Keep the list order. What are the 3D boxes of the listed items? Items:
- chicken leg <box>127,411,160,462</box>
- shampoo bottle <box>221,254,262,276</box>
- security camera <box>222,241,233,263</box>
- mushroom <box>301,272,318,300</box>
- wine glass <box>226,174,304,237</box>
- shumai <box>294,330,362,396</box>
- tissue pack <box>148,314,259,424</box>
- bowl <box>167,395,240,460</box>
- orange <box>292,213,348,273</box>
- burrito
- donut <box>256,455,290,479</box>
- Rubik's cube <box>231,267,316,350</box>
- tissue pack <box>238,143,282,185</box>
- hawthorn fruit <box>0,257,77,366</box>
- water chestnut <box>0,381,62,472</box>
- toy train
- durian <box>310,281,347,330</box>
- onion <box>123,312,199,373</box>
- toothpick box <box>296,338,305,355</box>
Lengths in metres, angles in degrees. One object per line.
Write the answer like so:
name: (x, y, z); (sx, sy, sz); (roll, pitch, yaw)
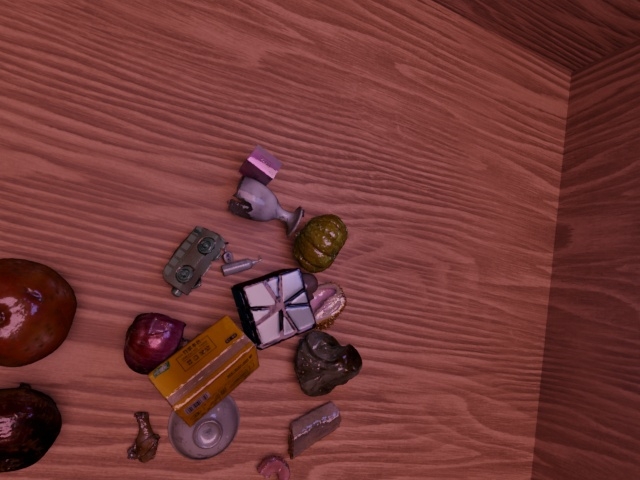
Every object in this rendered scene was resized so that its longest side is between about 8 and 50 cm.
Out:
chicken leg: (-0.733, 0.824, 1.720); (0.124, 0.080, 0.197); (8, 81, -8)
shampoo bottle: (-0.366, 0.117, 1.934); (0.194, 0.056, 0.056); (-15, 91, -21)
security camera: (-0.436, 0.060, 1.918); (0.058, 0.058, 0.092); (-27, 103, -21)
mushroom: (-0.068, 0.219, 1.972); (0.117, 0.188, 0.141); (-34, 84, -22)
wine glass: (-0.260, -0.159, 1.933); (0.356, 0.190, 0.191); (24, 77, -20)
shumai: (0.057, 0.593, 1.920); (0.309, 0.263, 0.304); (34, 65, -33)
tissue pack: (-0.463, 0.535, 1.698); (0.381, 0.293, 0.228); (-37, 64, -25)
bowl: (-0.491, 0.815, 1.777); (0.312, 0.146, 0.314); (2, 86, -22)
orange: (0.000, 0.000, 1.958); (0.223, 0.300, 0.301); (36, 51, -1)
burrito: (-0.039, 0.903, 1.968); (0.299, 0.105, 0.144); (-23, 98, -23)
donut: (-0.207, 1.056, 1.908); (0.166, 0.065, 0.117); (39, 74, -15)
Rubik's cube: (-0.217, 0.296, 1.855); (0.293, 0.283, 0.289); (-16, 92, -18)
tissue pack: (-0.283, -0.336, 1.904); (0.148, 0.246, 0.093); (36, 75, -13)
hawthorn fruit: (-1.105, 0.252, 1.462); (0.402, 0.402, 0.404); (2, 85, -21)
water chestnut: (-1.131, 0.659, 1.492); (0.349, 0.351, 0.302); (2, 43, -21)
toy train: (-0.560, 0.090, 1.803); (0.159, 0.129, 0.327); (28, 74, 18)
durian: (0.027, 0.325, 2.032); (0.250, 0.183, 0.138); (-51, 134, -16)
onion: (-0.686, 0.430, 1.686); (0.272, 0.256, 0.231); (14, 63, 3)
toothpick box: (-0.084, 0.526, 2.010); (0.052, 0.052, 0.084); (14, 80, -20)
